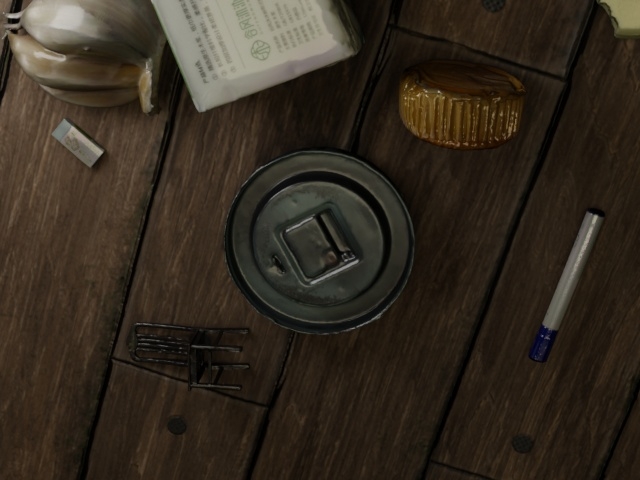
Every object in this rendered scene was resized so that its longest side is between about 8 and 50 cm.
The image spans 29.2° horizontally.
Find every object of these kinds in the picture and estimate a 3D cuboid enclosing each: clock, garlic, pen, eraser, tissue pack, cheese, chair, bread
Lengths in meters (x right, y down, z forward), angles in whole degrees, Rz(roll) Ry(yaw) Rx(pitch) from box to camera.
[{"bbox_3d":[0.001,0.000,1.977,0.312,0.061,0.313,2,107,5],"label":"clock"},{"bbox_3d":[-0.350,-0.325,1.892,0.292,0.210,0.237,25,142,-6],"label":"garlic"},{"bbox_3d":[0.395,0.073,1.974,0.033,0.033,0.269,18,107,0],"label":"pen"},{"bbox_3d":[-0.392,-0.158,1.992,0.083,0.019,0.038,40,108,-7],"label":"eraser"},{"bbox_3d":[-0.118,-0.400,1.797,0.266,0.194,0.356,-19,103,10],"label":"tissue pack"},{"bbox_3d":[0.533,-0.352,1.817,0.255,0.050,0.127,8,107,4],"label":"cheese"},{"bbox_3d":[-0.229,0.191,2.040,0.212,0.101,0.084,3,107,4],"label":"chair"},{"bbox_3d":[0.207,-0.198,1.826,0.199,0.199,0.104,6,111,4],"label":"bread"}]
